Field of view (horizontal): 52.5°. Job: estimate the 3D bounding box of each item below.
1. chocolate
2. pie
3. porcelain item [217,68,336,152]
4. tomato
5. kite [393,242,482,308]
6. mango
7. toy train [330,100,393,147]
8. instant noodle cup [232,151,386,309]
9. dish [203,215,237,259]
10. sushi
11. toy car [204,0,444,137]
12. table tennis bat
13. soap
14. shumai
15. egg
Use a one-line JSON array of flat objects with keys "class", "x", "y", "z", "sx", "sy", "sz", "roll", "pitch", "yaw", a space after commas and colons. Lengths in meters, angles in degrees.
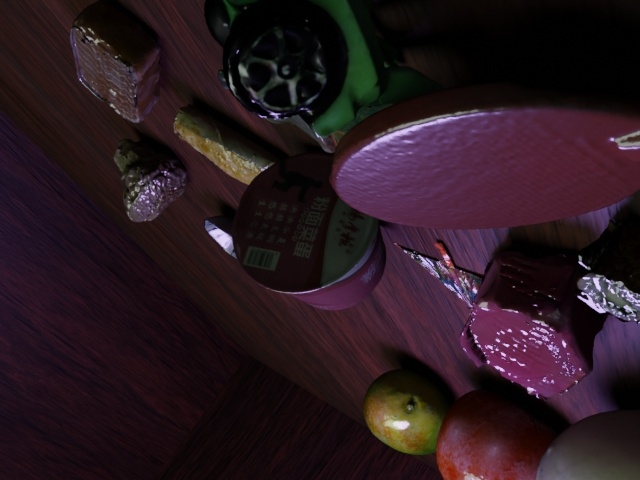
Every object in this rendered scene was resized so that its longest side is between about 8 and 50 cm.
[{"class": "chocolate", "x": -0.348, "y": -0.306, "z": 1.134, "sx": 0.148, "sy": 0.093, "sz": 0.214, "roll": 41, "pitch": 161, "yaw": -3}, {"class": "pie", "x": -0.144, "y": -0.149, "z": 1.176, "sx": 0.282, "sy": 0.068, "sz": 0.128, "roll": 30, "pitch": 162, "yaw": 11}, {"class": "porcelain item", "x": -0.057, "y": -0.192, "z": 0.897, "sx": 0.215, "sy": 0.069, "sz": 0.081, "roll": 27, "pitch": 171, "yaw": 29}, {"class": "tomato", "x": 0.370, "y": 0.454, "z": 1.366, "sx": 0.265, "sy": 0.265, "sz": 0.265, "roll": 34, "pitch": 161, "yaw": 13}, {"class": "kite", "x": 0.220, "y": 0.060, "z": 1.074, "sx": 0.232, "sy": 0.009, "sz": 0.189, "roll": 21, "pitch": 155, "yaw": 43}, {"class": "mango", "x": 0.238, "y": 0.458, "z": 1.713, "sx": 0.225, "sy": 0.201, "sz": 0.382, "roll": 4, "pitch": 159, "yaw": 23}, {"class": "toy train", "x": 0.091, "y": -0.118, "z": 0.747, "sx": 0.188, "sy": 0.099, "sz": 0.072, "roll": 24, "pitch": 158, "yaw": 35}, {"class": "instant noodle cup", "x": 0.000, "y": 0.000, "z": 1.040, "sx": 0.235, "sy": 0.235, "sz": 0.178, "roll": 28, "pitch": 169, "yaw": 28}, {"class": "dish", "x": -0.205, "y": -0.008, "z": 1.628, "sx": 0.190, "sy": 0.066, "sz": 0.191, "roll": 37, "pitch": 163, "yaw": 13}, {"class": "sushi", "x": 0.322, "y": 0.031, "z": 0.694, "sx": 0.098, "sy": 0.084, "sz": 0.094, "roll": 38, "pitch": 166, "yaw": 15}, {"class": "toy car", "x": -0.034, "y": -0.244, "z": 0.561, "sx": 0.213, "sy": 0.176, "sz": 0.359, "roll": -115, "pitch": -1, "yaw": -55}, {"class": "table tennis bat", "x": 0.188, "y": -0.070, "z": 0.550, "sx": 0.268, "sy": 0.051, "sz": 0.414, "roll": 18, "pitch": 158, "yaw": -40}, {"class": "soap", "x": 0.293, "y": 0.112, "z": 0.898, "sx": 0.182, "sy": 0.112, "sz": 0.289, "roll": 23, "pitch": 157, "yaw": 12}, {"class": "shumai", "x": -0.428, "y": -0.155, "z": 1.566, "sx": 0.175, "sy": 0.166, "sz": 0.206, "roll": 44, "pitch": 138, "yaw": 10}, {"class": "egg", "x": 0.482, "y": 0.387, "z": 0.942, "sx": 0.283, "sy": 0.283, "sz": 0.345, "roll": 41, "pitch": 148, "yaw": -9}]
